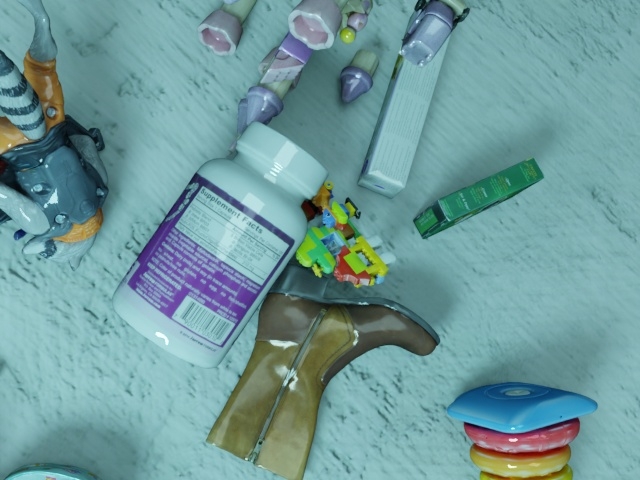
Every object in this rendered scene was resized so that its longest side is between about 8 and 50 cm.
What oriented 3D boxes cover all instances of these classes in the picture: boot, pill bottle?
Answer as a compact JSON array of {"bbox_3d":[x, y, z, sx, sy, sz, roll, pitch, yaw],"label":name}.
[{"bbox_3d":[0.011,0.203,1.064,0.264,0.096,0.280,23,74,-10],"label":"boot"},{"bbox_3d":[-0.123,0.001,0.996,0.169,0.169,0.301,34,87,-6],"label":"pill bottle"}]

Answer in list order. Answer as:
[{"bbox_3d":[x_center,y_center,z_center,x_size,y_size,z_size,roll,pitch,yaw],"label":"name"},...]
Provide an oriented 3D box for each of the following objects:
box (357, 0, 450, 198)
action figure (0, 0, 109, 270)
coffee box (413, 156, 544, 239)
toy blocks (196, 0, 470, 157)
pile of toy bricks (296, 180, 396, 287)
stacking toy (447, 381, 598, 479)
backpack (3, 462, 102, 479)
[{"bbox_3d":[0.139,-0.228,1.213,0.067,0.063,0.323,20,73,-9],"label":"box"},{"bbox_3d":[-0.380,-0.080,0.916,0.179,0.330,0.341,18,53,33],"label":"action figure"},{"bbox_3d":[0.244,-0.065,1.182,0.184,0.113,0.040,-24,82,-18],"label":"coffee box"},{"bbox_3d":[-0.023,-0.254,1.060,0.309,0.288,0.260,31,68,-10],"label":"toy blocks"},{"bbox_3d":[0.000,0.000,1.075,0.105,0.118,0.212,-28,63,-21],"label":"pile of toy bricks"},{"bbox_3d":[0.297,0.364,1.094,0.175,0.166,0.301,-7,91,-29],"label":"stacking toy"},{"bbox_3d":[-0.332,0.364,0.908,0.166,0.144,0.188,14,72,-8],"label":"backpack"}]
